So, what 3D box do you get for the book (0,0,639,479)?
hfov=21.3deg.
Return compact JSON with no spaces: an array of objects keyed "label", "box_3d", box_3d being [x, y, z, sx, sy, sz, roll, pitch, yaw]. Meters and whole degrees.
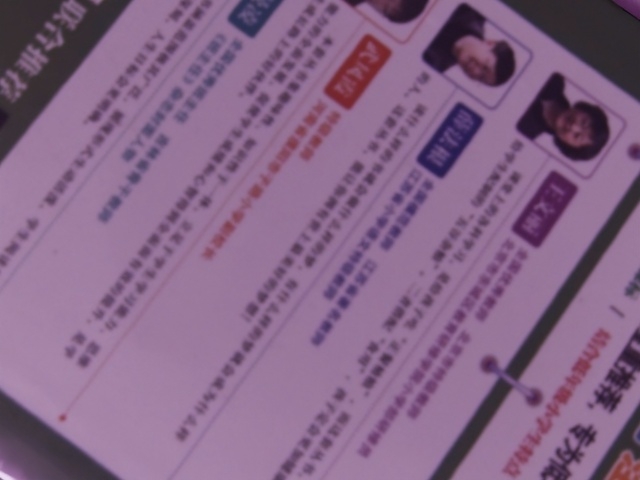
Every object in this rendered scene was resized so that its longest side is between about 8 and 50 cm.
[{"label":"book","box_3d":[0.000,0.000,0.442,0.264,0.027,0.202,36,76,1]}]
